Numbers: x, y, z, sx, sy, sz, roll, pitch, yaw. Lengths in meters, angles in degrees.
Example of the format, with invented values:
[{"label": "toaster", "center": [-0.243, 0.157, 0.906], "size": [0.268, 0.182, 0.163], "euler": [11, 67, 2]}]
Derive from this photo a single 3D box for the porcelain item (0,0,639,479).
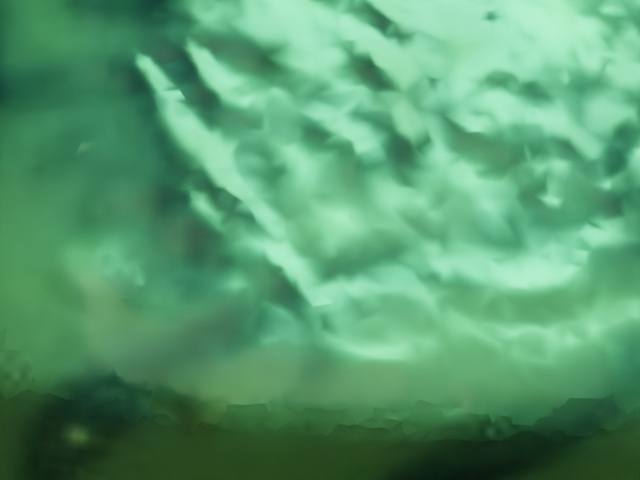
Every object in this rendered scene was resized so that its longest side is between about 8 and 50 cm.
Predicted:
[{"label": "porcelain item", "center": [0.000, 0.000, 0.503], "size": [0.405, 0.178, 0.243], "euler": [2, 63, -7]}]
